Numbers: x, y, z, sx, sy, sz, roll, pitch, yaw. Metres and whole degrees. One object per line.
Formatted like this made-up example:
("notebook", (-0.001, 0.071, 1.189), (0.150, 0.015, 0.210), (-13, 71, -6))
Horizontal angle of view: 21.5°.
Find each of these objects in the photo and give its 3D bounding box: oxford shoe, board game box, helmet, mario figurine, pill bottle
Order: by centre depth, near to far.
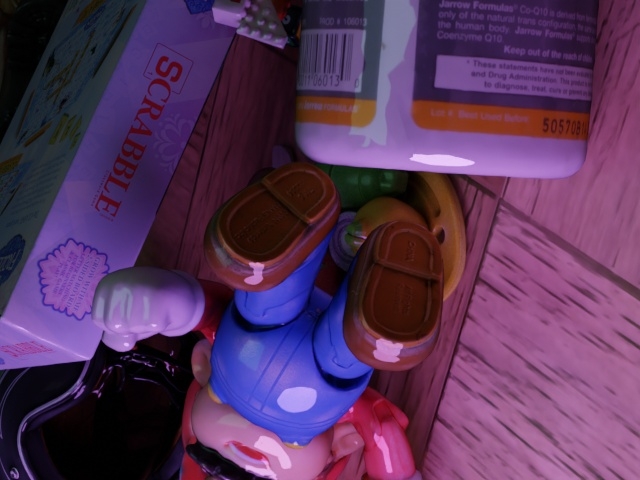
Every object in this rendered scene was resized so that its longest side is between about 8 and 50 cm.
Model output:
("pill bottle", (0.073, -0.175, 0.902), (0.162, 0.162, 0.278), (10, 96, 55))
("mario figurine", (-0.027, 0.103, 0.991), (0.198, 0.170, 0.320), (61, 158, 23))
("board game box", (-0.164, -0.066, 1.166), (0.318, 0.066, 0.318), (-13, 52, 67))
("helmet", (-0.169, 0.130, 1.248), (0.161, 0.169, 0.169), (-55, 45, 16))
("oxford shoe", (-0.237, -0.125, 1.444), (0.096, 0.083, 0.227), (-93, 20, -54))

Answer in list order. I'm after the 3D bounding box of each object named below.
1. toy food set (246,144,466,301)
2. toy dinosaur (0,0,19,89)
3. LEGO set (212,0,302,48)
("toy food set", (0.000, 0.000, 1.083), (0.218, 0.071, 0.128), (9, 97, 55))
("toy dinosaur", (-0.283, -0.175, 1.515), (0.211, 0.064, 0.112), (-106, 26, -50))
("LEGO set", (-0.005, -0.216, 0.960), (0.060, 0.182, 0.244), (16, 113, 13))
